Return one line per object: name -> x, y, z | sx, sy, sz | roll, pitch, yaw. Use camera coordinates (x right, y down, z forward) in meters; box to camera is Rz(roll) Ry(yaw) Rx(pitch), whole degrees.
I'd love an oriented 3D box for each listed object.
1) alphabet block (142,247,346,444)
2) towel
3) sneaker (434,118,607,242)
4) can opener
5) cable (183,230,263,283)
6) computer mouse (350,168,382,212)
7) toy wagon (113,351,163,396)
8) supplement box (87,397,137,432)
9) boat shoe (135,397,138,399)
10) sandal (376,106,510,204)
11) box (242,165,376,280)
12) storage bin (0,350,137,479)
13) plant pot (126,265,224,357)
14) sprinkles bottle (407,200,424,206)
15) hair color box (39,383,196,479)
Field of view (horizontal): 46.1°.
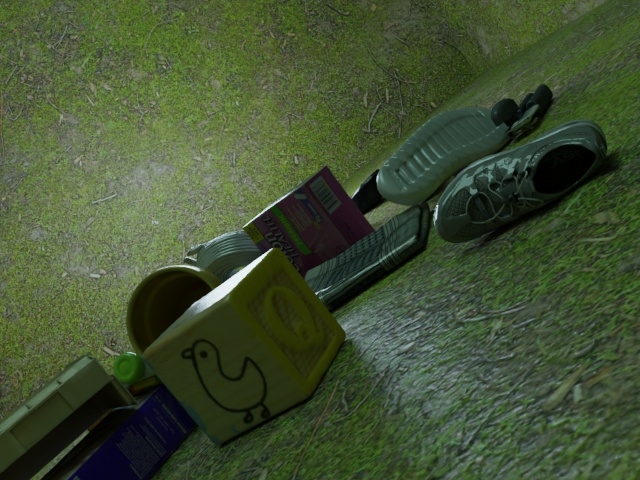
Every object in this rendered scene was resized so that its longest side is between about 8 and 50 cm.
alphabet block -> -0.111, 0.160, 1.151 | 0.197, 0.192, 0.193 | -35, 9, 29
towel -> 0.084, 0.036, 1.542 | 0.312, 0.056, 0.324 | -35, 6, 17
sneaker -> 0.286, -0.085, 1.101 | 0.281, 0.105, 0.115 | -35, 7, 18
can opener -> 0.480, -0.315, 1.760 | 0.074, 0.093, 0.280 | -34, 3, 37
cable -> -0.202, 0.072, 2.011 | 0.257, 0.257, 0.089 | -29, 48, 25
computer mouse -> 0.138, -0.127, 2.350 | 0.188, 0.072, 0.272 | -44, -3, -31
toy wagon -> -0.267, 0.236, 1.414 | 0.345, 0.068, 0.267 | -25, -17, 19
supplement box -> -0.454, 0.392, 1.817 | 0.233, 0.078, 0.080 | -41, 8, -26
boat shoe -> -0.320, 0.334, 1.599 | 0.207, 0.073, 0.073 | -38, -32, -30
sandal -> 0.276, -0.191, 1.726 | 0.416, 0.169, 0.102 | -31, -32, -29
box -> -0.027, -0.022, 1.824 | 0.243, 0.213, 0.117 | -31, 9, 40
storage bin -> -0.472, 0.326, 1.277 | 0.262, 0.123, 0.260 | -41, 7, -29
plant pot -> -0.311, 0.187, 1.851 | 0.254, 0.254, 0.239 | -36, -8, 9
sprinkles bottle -> 0.271, -0.205, 1.925 | 0.121, 0.121, 0.355 | -33, 8, 33
hair color box -> -0.383, 0.402, 1.266 | 0.185, 0.110, 0.339 | -31, 11, 38
